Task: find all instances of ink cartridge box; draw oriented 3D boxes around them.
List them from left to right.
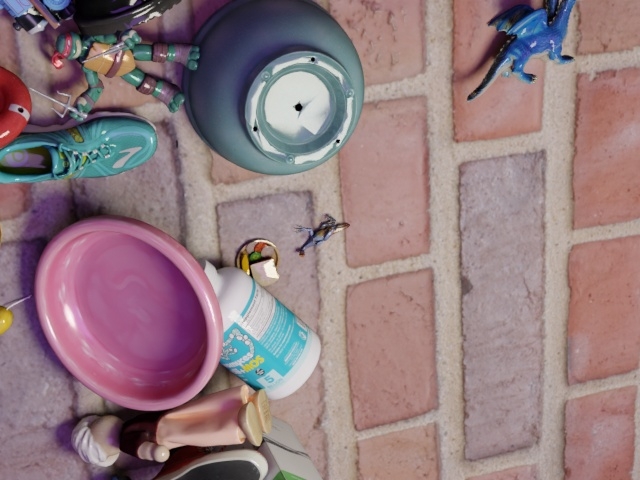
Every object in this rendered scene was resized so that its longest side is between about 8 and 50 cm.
[{"bbox_3d":[-0.105,0.455,1.785,0.121,0.289,0.211,29,100,-28],"label":"ink cartridge box"}]

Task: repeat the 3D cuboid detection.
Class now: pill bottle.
[{"bbox_3d":[-0.133,0.143,1.732,0.146,0.146,0.264,-46,116,3],"label":"pill bottle"}]

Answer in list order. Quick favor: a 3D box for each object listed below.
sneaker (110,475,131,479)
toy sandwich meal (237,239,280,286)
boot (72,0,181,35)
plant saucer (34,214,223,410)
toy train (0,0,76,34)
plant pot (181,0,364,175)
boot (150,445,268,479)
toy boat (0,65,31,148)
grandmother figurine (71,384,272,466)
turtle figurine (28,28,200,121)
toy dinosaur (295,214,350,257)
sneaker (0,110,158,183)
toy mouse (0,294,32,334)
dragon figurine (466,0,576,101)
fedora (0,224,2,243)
[{"bbox_3d":[-0.419,0.560,1.813,0.147,0.130,0.330,20,104,-26],"label":"sneaker"},{"bbox_3d":[-0.104,0.040,1.765,0.085,0.029,0.086,-6,112,-16],"label":"toy sandwich meal"},{"bbox_3d":[-0.254,-0.479,1.454,0.348,0.131,0.260,-38,124,-13],"label":"boot"},{"bbox_3d":[-0.295,0.108,1.627,0.332,0.084,0.332,9,115,20],"label":"plant saucer"},{"bbox_3d":[-0.436,-0.379,1.472,0.105,0.080,0.184,-35,119,8],"label":"toy train"},{"bbox_3d":[-0.053,-0.225,1.587,0.293,0.196,0.293,-7,112,-16],"label":"plant pot"},{"bbox_3d":[-0.184,0.379,1.773,0.244,0.176,0.088,-21,106,22],"label":"boot"},{"bbox_3d":[-0.514,-0.227,1.442,0.231,0.151,0.151,31,56,-26],"label":"toy boat"},{"bbox_3d":[-0.259,0.316,1.733,0.342,0.208,0.104,-10,88,14],"label":"grandmother figurine"},{"bbox_3d":[-0.308,-0.266,1.529,0.234,0.118,0.175,5,143,-33],"label":"turtle figurine"},{"bbox_3d":[0.000,0.000,1.780,0.090,0.047,0.082,19,122,-34],"label":"toy dinosaur"},{"bbox_3d":[-0.381,-0.127,1.566,0.275,0.110,0.107,-11,113,-14],"label":"sneaker"},{"bbox_3d":[-0.570,0.119,1.645,0.143,0.031,0.161,36,97,-26],"label":"toy mouse"},{"bbox_3d":[0.342,-0.347,1.728,0.289,0.085,0.144,-26,116,-7],"label":"dragon figurine"},{"bbox_3d":[-0.588,-0.004,1.564,0.194,0.079,0.194,-6,112,-15],"label":"fedora"}]
